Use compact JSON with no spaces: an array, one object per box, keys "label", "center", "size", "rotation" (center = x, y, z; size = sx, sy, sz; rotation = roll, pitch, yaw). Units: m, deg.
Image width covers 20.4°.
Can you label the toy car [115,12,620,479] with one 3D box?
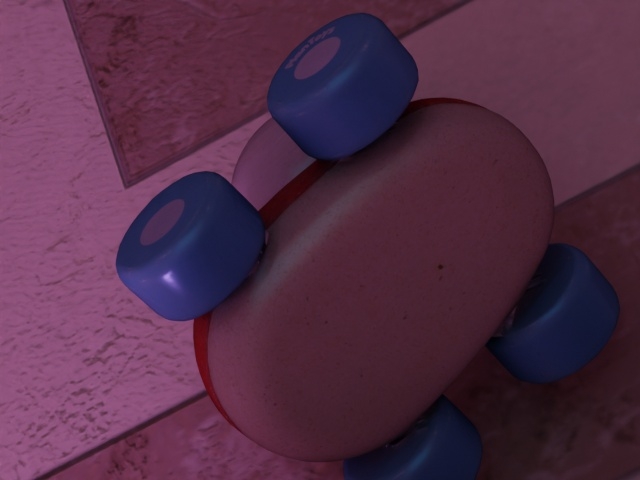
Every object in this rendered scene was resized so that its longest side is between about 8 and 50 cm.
[{"label":"toy car","center":[0.000,0.000,0.984],"size":[0.210,0.219,0.238],"rotation":[-47,25,-4]}]
